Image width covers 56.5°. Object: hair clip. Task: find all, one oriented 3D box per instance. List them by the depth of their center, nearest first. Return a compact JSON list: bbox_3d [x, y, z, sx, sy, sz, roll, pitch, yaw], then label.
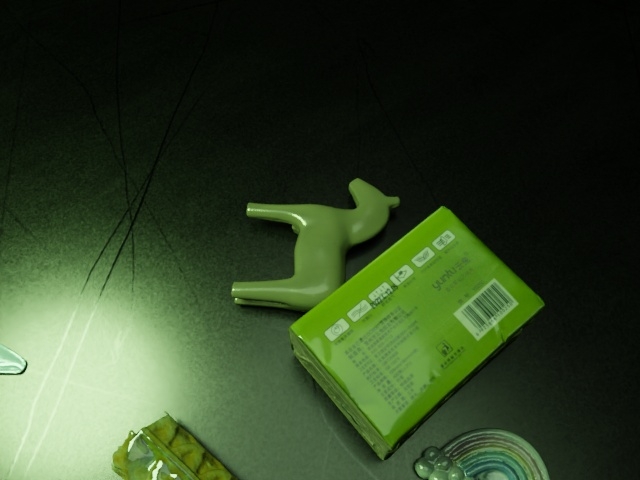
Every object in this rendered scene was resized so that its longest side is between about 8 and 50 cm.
[{"bbox_3d":[0.248,0.336,0.793,0.140,0.054,0.220,-41,69,-10],"label":"hair clip"}]

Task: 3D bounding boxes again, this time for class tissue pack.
[{"bbox_3d":[0.124,0.125,0.816,0.275,0.167,0.200,-38,70,-15],"label":"tissue pack"}]

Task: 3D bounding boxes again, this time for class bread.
[{"bbox_3d":[-0.147,0.341,0.758,0.269,0.098,0.087,39,113,15],"label":"bread"}]

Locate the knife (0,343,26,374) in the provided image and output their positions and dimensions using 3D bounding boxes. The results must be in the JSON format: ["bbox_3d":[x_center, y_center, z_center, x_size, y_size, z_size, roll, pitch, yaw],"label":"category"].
[{"bbox_3d":[-0.596,0.165,0.859,0.331,0.044,0.080,-2,59,-8],"label":"knife"}]

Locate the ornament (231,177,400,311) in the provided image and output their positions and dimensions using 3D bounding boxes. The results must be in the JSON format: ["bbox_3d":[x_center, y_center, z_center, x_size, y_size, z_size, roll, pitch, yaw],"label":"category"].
[{"bbox_3d":[0.000,0.000,0.926,0.245,0.061,0.230,4,64,2],"label":"ornament"}]
